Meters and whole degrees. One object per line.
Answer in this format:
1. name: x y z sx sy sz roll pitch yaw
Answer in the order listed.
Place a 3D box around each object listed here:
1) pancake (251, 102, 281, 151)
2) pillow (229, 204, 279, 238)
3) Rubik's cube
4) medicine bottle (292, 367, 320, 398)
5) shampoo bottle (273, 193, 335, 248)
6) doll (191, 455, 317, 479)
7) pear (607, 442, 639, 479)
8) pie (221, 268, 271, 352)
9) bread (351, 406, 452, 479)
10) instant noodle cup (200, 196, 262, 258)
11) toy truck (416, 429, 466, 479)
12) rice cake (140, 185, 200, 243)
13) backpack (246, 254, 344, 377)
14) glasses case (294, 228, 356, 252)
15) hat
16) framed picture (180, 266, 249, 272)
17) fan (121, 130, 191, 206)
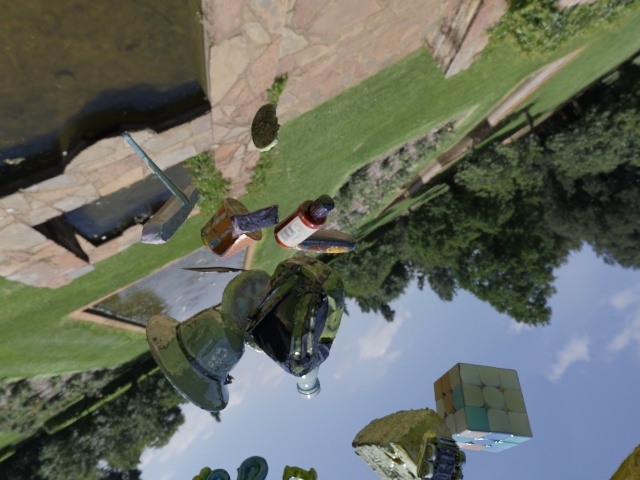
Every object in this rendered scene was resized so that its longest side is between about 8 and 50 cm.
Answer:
1. pancake: -0.151 -0.305 1.108 0.116 0.130 0.022 -22 162 37
2. pillow: -0.237 -0.074 1.467 0.184 0.043 0.118 -18 145 -16
3. Rubik's cube: 0.831 0.881 2.144 0.345 0.347 0.345 10 142 -4
4. medicine bottle: -0.047 0.329 1.104 0.090 0.217 0.090 -7 -152 4
5. shampoo bottle: -0.052 -0.070 1.394 0.104 0.105 0.278 -27 174 -42
6. doll: -0.148 0.575 0.787 0.340 0.099 0.346 10 -147 15
7. pear: 0.752 0.591 0.880 0.284 0.337 0.285 -15 169 -3
8. pie: -0.216 0.241 1.434 0.066 0.303 0.302 -19 -176 41
9. bread: 0.334 0.847 1.619 0.239 0.264 0.395 -29 171 -40
10. instant noodle cup: -0.391 -0.042 1.760 0.182 0.230 0.230 -38 173 16
11. toy truck: 0.356 0.751 1.295 0.157 0.124 0.273 147 -42 -82
12. rice cake: -0.451 -0.089 1.254 0.069 0.064 0.399 -7 -156 1
13. backpack: -0.053 0.161 0.898 0.140 0.206 0.254 -12 129 -57
14. glasses case: 0.000 0.000 1.762 0.320 0.082 0.122 3 -155 -20
15. hat: -0.241 0.227 0.894 0.130 0.257 0.257 -39 174 -1
16. framed picture: -0.419 0.116 1.605 0.195 0.010 0.199 1 180 45
17. fan: -0.341 -0.147 0.854 0.016 0.193 0.038 -31 -149 10
